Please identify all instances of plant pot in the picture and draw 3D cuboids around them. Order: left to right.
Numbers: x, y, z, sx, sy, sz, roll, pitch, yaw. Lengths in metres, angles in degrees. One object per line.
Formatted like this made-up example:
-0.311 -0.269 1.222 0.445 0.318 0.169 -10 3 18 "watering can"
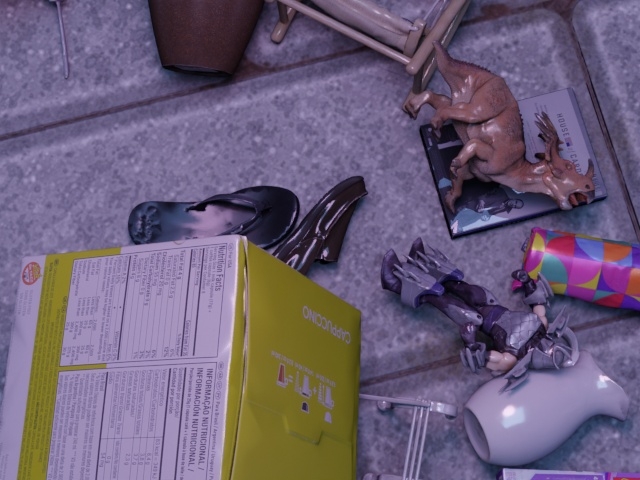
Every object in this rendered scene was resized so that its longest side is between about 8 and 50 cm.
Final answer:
-0.172 -0.365 1.947 0.215 0.215 0.230 7 90 3 "plant pot"

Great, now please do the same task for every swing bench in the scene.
0.089 -0.374 1.949 0.253 0.165 0.255 28 77 9 "swing bench"

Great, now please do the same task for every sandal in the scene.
-0.155 -0.026 1.917 0.254 0.054 0.097 -8 75 -1 "sandal"

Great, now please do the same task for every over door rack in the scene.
0.016 0.317 1.807 0.324 0.108 0.240 7 75 18 "over door rack"

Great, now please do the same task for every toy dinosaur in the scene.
0.249 -0.162 1.853 0.200 0.127 0.296 -26 97 -8 "toy dinosaur"

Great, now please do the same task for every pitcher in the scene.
0.295 0.212 1.823 0.207 0.125 0.178 -20 54 -14 "pitcher"

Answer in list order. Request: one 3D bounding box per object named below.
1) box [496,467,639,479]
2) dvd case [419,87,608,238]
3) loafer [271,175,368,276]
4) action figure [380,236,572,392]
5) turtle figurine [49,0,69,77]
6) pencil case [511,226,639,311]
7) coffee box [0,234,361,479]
0.341 0.458 1.761 0.201 0.057 0.293 3 71 -2 "box"
0.285 -0.116 1.946 0.238 0.029 0.179 -14 75 -3 "dvd case"
0.000 0.000 1.903 0.078 0.080 0.220 41 85 1 "loafer"
0.220 0.098 1.800 0.285 0.099 0.185 30 44 26 "action figure"
-0.488 -0.427 2.009 0.197 0.275 0.266 -1 53 24 "turtle figurine"
0.398 0.045 1.868 0.236 0.104 0.104 10 76 6 "pencil case"
-0.165 0.214 1.647 0.334 0.337 0.338 -7 69 27 "coffee box"
